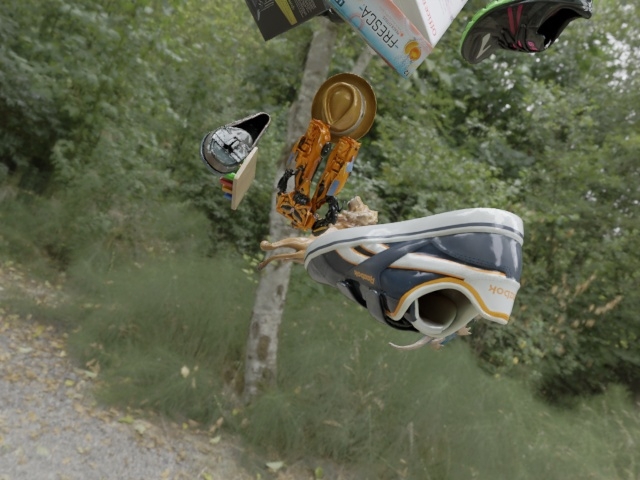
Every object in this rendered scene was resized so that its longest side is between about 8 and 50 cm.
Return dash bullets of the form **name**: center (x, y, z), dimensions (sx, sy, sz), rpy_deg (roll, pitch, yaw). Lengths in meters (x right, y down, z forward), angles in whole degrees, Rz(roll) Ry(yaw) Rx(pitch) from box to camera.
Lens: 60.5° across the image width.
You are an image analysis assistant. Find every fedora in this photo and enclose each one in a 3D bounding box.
- **fedora**: center (0.054, -0.354, 1.457), dimensions (0.194, 0.195, 0.079), rpy_deg (28, 8, 13)

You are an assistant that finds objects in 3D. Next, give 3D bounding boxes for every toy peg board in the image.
- **toy peg board**: center (-0.282, -0.219, 1.832), dimensions (0.079, 0.161, 0.161), rpy_deg (23, -35, 4)

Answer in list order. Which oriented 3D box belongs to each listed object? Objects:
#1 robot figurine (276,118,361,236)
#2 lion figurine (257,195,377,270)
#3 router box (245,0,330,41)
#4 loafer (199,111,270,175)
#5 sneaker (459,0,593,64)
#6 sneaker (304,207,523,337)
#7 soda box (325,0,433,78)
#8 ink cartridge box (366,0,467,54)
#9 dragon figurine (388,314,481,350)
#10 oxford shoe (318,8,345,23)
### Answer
- **robot figurine**: center (-0.021, -0.156, 1.438), dimensions (0.211, 0.291, 0.085), rpy_deg (34, 21, 24)
- **lion figurine**: center (0.000, 0.000, 1.752), dimensions (0.240, 0.142, 0.392), rpy_deg (5, 35, 42)
- **router box**: center (-0.116, -0.715, 1.431), dimensions (0.242, 0.081, 0.309), rpy_deg (-6, -60, 43)
- **loafer**: center (-0.179, -0.225, 1.192), dimensions (0.096, 0.084, 0.268), rpy_deg (47, 26, -12)
- **sneaker**: center (0.681, -0.723, 1.862), dimensions (0.185, 0.203, 0.482), rpy_deg (3, -16, -41)
- **sneaker**: center (0.090, 0.051, 0.679), dimensions (0.126, 0.128, 0.321), rpy_deg (20, -21, -37)
- **soda box**: center (0.080, -0.318, 0.795), dimensions (0.183, 0.063, 0.058), rpy_deg (33, 17, -35)
- **ink cartridge box**: center (0.230, -0.636, 1.381), dimensions (0.197, 0.270, 0.198), rpy_deg (11, -34, 43)
- **dragon figurine**: center (0.338, 0.243, 1.519), dimensions (0.085, 0.289, 0.144), rpy_deg (60, 11, 9)
- **oxford shoe**: center (0.067, -0.733, 1.749), dimensions (0.096, 0.083, 0.227), rpy_deg (7, 25, -26)
